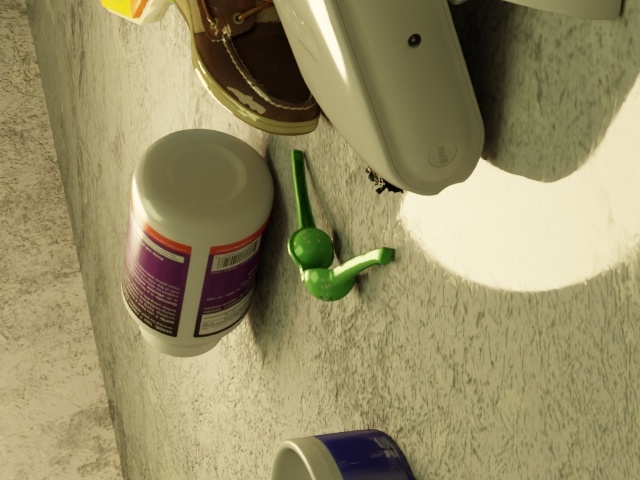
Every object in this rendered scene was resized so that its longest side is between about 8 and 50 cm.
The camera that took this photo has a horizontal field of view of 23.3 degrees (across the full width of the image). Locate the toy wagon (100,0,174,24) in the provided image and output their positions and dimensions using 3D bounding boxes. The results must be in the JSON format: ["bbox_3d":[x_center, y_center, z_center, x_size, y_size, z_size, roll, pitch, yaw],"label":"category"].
[{"bbox_3d":[-0.291,-0.503,2.309,0.267,0.068,0.344,29,129,50],"label":"toy wagon"}]

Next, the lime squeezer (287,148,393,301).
[{"bbox_3d":[0.000,0.000,1.712,0.310,0.059,0.110,-128,35,-61],"label":"lime squeezer"}]

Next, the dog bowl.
[{"bbox_3d":[0.030,0.338,1.664,0.265,0.104,0.265,173,90,-73],"label":"dog bowl"}]

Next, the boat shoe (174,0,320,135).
[{"bbox_3d":[-0.084,-0.264,1.776,0.123,0.123,0.342,112,145,-42],"label":"boat shoe"}]

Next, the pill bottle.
[{"bbox_3d":[-0.169,0.015,2.053,0.323,0.181,0.181,106,152,-51],"label":"pill bottle"}]

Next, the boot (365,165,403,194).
[{"bbox_3d":[0.057,-0.111,1.499,0.099,0.045,0.121,-118,19,-55],"label":"boot"}]

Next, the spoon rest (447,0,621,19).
[{"bbox_3d":[0.127,-0.228,1.160,0.276,0.084,0.137,-130,37,-60],"label":"spoon rest"}]

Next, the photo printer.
[{"bbox_3d":[0.030,-0.197,1.315,0.256,0.107,0.307,55,170,52],"label":"photo printer"}]
